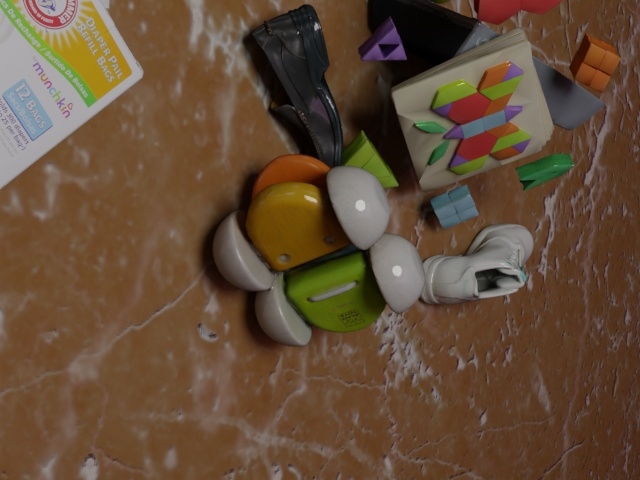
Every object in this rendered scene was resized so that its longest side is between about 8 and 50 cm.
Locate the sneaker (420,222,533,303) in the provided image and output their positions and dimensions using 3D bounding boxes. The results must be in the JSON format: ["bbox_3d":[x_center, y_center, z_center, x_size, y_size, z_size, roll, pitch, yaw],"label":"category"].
[{"bbox_3d":[0.214,0.035,1.020,0.212,0.094,0.080,-23,109,-42],"label":"sneaker"}]

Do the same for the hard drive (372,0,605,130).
[{"bbox_3d":[0.179,-0.192,0.913,0.254,0.172,0.054,14,108,-45],"label":"hard drive"}]

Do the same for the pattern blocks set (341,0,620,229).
[{"bbox_3d":[0.153,-0.122,0.834,0.325,0.285,0.026,37,30,-50],"label":"pattern blocks set"}]

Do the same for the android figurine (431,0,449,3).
[{"bbox_3d":[0.105,-0.376,0.890,0.273,0.056,0.248,-41,122,-37],"label":"android figurine"}]

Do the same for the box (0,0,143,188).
[{"bbox_3d":[-0.234,-0.096,0.538,0.203,0.103,0.114,-47,126,-31],"label":"box"}]

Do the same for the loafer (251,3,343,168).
[{"bbox_3d":[-0.018,-0.134,0.799,0.061,0.062,0.170,-16,119,-3],"label":"loafer"}]

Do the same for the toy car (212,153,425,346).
[{"bbox_3d":[0.000,0.000,0.781,0.182,0.159,0.136,57,20,-33],"label":"toy car"}]

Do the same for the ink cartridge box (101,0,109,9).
[{"bbox_3d":[-0.183,-0.201,0.631,0.048,0.028,0.083,1,94,-45],"label":"ink cartridge box"}]
